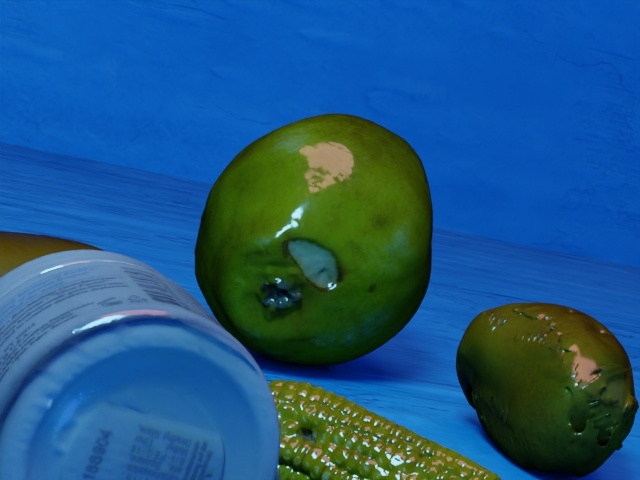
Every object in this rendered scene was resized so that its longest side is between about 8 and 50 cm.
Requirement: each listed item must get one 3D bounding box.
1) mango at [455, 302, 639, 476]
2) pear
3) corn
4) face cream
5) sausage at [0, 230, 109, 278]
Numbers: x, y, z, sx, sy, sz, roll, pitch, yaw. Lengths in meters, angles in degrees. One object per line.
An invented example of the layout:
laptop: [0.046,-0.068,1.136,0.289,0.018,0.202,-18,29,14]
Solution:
mango: [0.210,0.130,1.508,0.156,0.151,0.249,46,-3,-11]
pear: [0.000,0.000,1.714,0.269,0.269,0.321,15,33,13]
corn: [0.039,0.167,1.115,0.262,0.097,0.097,20,9,23]
face cream: [-0.127,0.106,0.965,0.177,0.177,0.153,10,10,-24]
sausage: [-0.260,0.046,1.532,0.112,0.112,0.328,18,6,33]
